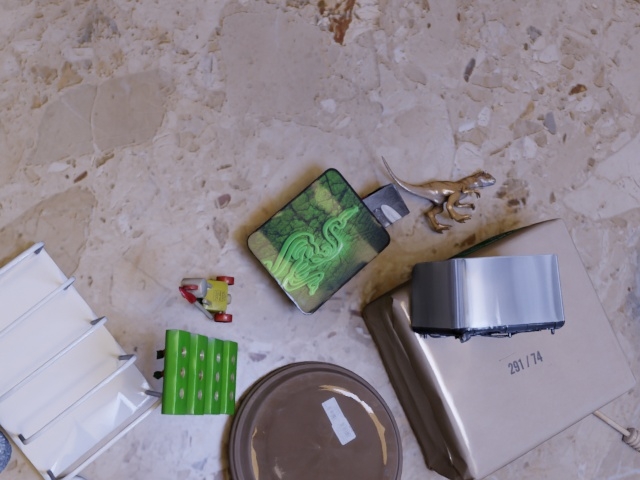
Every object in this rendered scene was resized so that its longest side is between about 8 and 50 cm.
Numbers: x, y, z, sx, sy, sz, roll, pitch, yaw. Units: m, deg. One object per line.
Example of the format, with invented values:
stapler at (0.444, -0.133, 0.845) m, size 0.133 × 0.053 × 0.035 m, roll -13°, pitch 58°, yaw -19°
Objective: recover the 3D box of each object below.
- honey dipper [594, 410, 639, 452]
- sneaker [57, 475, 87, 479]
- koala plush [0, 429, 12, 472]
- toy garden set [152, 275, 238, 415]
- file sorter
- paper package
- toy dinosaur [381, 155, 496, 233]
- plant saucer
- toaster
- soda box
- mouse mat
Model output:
honey dipper at (0.490, 0.305, 1.655) m, size 0.161 × 0.030 × 0.030 m, roll 36°, pitch 74°, yaw -8°
sneaker at (-0.397, 0.432, 1.254) m, size 0.124 × 0.178 × 0.295 m, roll 44°, pitch 72°, yaw -9°
koala plush at (-0.528, 0.270, 1.229) m, size 0.221 × 0.196 × 0.203 m, roll -38°, pitch 125°, yaw -20°
toy garden set at (-0.175, 0.139, 1.356) m, size 0.049 × 0.244 × 0.203 m, roll -1°, pitch 80°, yaw 13°
file sorter at (-0.366, 0.160, 1.302) m, size 0.193 × 0.173 × 0.277 m, roll -39°, pitch 96°, yaw -19°
paper package at (0.273, 0.165, 1.523) m, size 0.325 × 0.168 × 0.309 m, roll -25°, pitch 92°, yaw -19°
toy dinosaur at (0.190, -0.074, 1.589) m, size 0.212 × 0.064 × 0.112 m, roll -2°, pitch 66°, yaw -28°
plant saucer at (0.001, 0.314, 1.454) m, size 0.278 × 0.041 × 0.277 m, roll 7°, pitch 70°, yaw -18°
toaster at (0.228, 0.078, 1.337) m, size 0.168 × 0.186 × 0.110 m, roll -3°, pitch 87°, yaw -17°
soda box at (0.053, -0.026, 1.531) m, size 0.169 × 0.053 × 0.060 m, roll -30°, pitch 94°, yaw -19°
mouse mat at (0.000, 0.000, 1.477) m, size 0.190 × 0.007 × 0.152 m, roll -41°, pitch 97°, yaw -17°
